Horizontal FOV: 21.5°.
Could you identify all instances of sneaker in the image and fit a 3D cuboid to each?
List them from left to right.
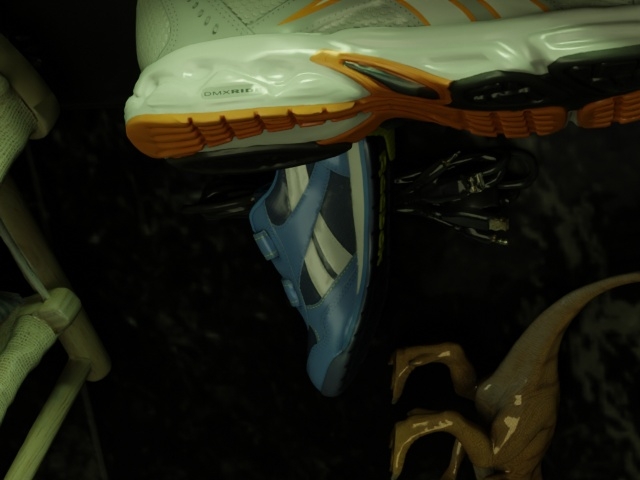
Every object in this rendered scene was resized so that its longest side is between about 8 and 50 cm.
[{"bbox_3d":[0.000,0.000,0.759,0.059,0.053,0.144,6,108,14],"label":"sneaker"},{"bbox_3d":[0.048,-0.105,0.671,0.262,0.099,0.121,-6,77,3],"label":"sneaker"}]

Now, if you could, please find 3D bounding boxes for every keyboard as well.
[{"bbox_3d":[-0.010,-0.090,0.765,0.317,0.033,0.201,-1,114,19],"label":"keyboard"}]

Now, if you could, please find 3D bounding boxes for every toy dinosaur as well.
[{"bbox_3d":[0.091,0.074,0.808,0.112,0.064,0.211,4,128,-5],"label":"toy dinosaur"}]

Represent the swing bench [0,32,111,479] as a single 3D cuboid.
[{"bbox_3d":[-0.221,0.044,0.734,0.165,0.253,0.254,12,136,11],"label":"swing bench"}]
